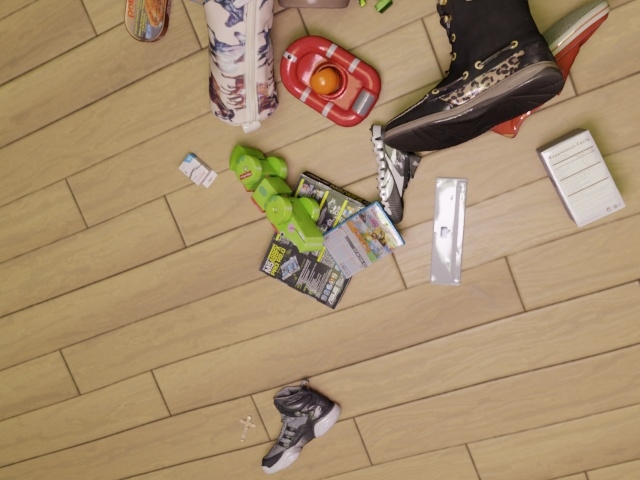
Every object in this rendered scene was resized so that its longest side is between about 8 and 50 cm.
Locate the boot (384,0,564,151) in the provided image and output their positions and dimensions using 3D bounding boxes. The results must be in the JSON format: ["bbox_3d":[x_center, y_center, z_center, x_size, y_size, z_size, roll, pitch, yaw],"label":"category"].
[{"bbox_3d":[0.285,-0.364,1.280,0.377,0.138,0.285,-21,67,38],"label":"boot"}]

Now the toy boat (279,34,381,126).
[{"bbox_3d":[0.014,-0.354,1.369,0.231,0.151,0.151,33,107,4],"label":"toy boat"}]

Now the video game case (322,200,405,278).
[{"bbox_3d":[0.095,0.000,1.433,0.166,0.015,0.119,-32,94,21],"label":"video game case"}]

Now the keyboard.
[{"bbox_3d":[0.299,-0.019,1.453,0.072,0.014,0.256,5,103,17],"label":"keyboard"}]

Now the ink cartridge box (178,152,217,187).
[{"bbox_3d":[-0.305,-0.172,1.548,0.083,0.028,0.048,41,108,1],"label":"ink cartridge box"}]

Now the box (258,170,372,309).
[{"bbox_3d":[0.000,0.000,1.500,0.216,0.060,0.270,26,106,7],"label":"box"}]

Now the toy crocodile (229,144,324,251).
[{"bbox_3d":[-0.107,-0.099,1.422,0.341,0.115,0.105,53,123,23],"label":"toy crocodile"}]

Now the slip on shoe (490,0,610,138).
[{"bbox_3d":[0.470,-0.351,1.290,0.101,0.123,0.331,36,112,-11],"label":"slip on shoe"}]

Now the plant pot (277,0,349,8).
[{"bbox_3d":[-0.012,-0.601,1.278,0.262,0.263,0.230,5,112,12],"label":"plant pot"}]

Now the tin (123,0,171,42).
[{"bbox_3d":[-0.410,-0.570,1.481,0.106,0.040,0.190,14,105,6],"label":"tin"}]

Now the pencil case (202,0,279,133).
[{"bbox_3d":[-0.164,-0.429,1.298,0.159,0.184,0.411,-6,142,-10],"label":"pencil case"}]

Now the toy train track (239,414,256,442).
[{"bbox_3d":[-0.204,0.514,1.686,0.048,0.014,0.083,19,106,8],"label":"toy train track"}]

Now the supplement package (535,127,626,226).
[{"bbox_3d":[0.549,-0.136,1.318,0.105,0.105,0.179,-27,95,17],"label":"supplement package"}]

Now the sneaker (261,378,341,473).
[{"bbox_3d":[-0.085,0.474,1.608,0.268,0.101,0.153,-43,90,12],"label":"sneaker"}]

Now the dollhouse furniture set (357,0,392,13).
[{"bbox_3d":[0.094,-0.565,1.352,0.076,0.058,0.152,-37,92,17],"label":"dollhouse furniture set"}]

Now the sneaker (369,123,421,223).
[{"bbox_3d":[0.180,-0.155,1.414,0.106,0.078,0.235,-7,99,17],"label":"sneaker"}]

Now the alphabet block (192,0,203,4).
[{"bbox_3d":[-0.254,-0.656,1.343,0.197,0.193,0.193,-24,98,17],"label":"alphabet block"}]
